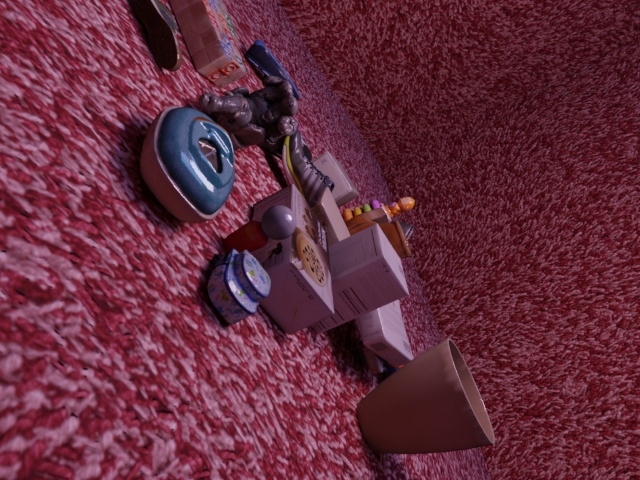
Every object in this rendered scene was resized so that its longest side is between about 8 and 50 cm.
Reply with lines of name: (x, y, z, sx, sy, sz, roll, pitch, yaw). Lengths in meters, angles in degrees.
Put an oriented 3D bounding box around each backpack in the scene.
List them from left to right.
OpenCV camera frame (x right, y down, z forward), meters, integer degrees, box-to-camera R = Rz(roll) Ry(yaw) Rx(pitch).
backpack: (-0.141, 0.078, 0.941, 0.105, 0.084, 0.114, 55, 21, -25)

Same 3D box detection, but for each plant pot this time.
plant pot: (0.238, 0.408, 1.316, 0.256, 0.274, 0.256, 56, 17, -27)

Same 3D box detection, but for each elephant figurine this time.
elephant figurine: (-0.188, -0.310, 1.320, 0.169, 0.239, 0.186, -128, -151, -45)

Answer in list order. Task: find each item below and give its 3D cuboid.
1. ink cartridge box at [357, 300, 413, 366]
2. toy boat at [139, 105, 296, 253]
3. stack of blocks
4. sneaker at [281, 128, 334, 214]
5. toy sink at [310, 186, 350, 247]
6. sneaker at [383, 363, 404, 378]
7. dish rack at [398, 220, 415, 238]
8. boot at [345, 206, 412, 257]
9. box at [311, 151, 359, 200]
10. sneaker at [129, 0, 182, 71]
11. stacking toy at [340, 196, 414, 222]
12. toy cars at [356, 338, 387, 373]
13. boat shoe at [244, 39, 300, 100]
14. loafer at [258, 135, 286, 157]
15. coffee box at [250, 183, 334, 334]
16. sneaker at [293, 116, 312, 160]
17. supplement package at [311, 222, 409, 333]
ink cartridge box: (0.163, 0.186, 1.483, 0.296, 0.066, 0.261, 46, 29, -57)
toy boat: (-0.178, -0.105, 0.988, 0.318, 0.148, 0.267, 54, 18, -32)
stack of blocks: (-0.296, -0.558, 1.433, 0.297, 0.087, 0.171, 68, 15, 12)
sneaker: (-0.026, -0.178, 1.570, 0.111, 0.121, 0.300, -44, 119, -74)
toy sink: (0.000, 0.000, 1.451, 0.153, 0.131, 0.234, -74, 141, -68)
sneaker: (0.221, 0.390, 1.689, 0.221, 0.083, 0.087, 16, 85, -81)
dish rack: (0.221, 0.065, 1.851, 0.074, 0.208, 0.271, 32, -25, 11)
boot: (0.126, 0.010, 1.586, 0.283, 0.220, 0.109, 57, -9, 54)
box: (0.031, -0.184, 1.776, 0.148, 0.121, 0.311, 59, 8, 4)
sneaker: (-0.333, -0.448, 1.173, 0.192, 0.064, 0.086, 62, 20, 5)
stacking toy: (0.168, -0.065, 1.779, 0.166, 0.302, 0.175, 57, 14, -23)
toy cars: (0.135, 0.244, 1.610, 0.394, 0.087, 0.176, -93, 157, -46)
boat shoe: (-0.170, -0.583, 1.911, 0.258, 0.089, 0.109, 47, 9, -35)
loafer: (-0.125, -0.293, 1.583, 0.267, 0.096, 0.084, -2, 74, -76)
coffee box: (-0.066, 0.032, 1.194, 0.168, 0.119, 0.297, 54, 19, -31)
sneaker: (-0.089, -0.349, 1.861, 0.077, 0.072, 0.178, -108, 176, -70)
supplement package: (0.064, 0.092, 1.293, 0.134, 0.244, 0.139, 54, 19, -32)
